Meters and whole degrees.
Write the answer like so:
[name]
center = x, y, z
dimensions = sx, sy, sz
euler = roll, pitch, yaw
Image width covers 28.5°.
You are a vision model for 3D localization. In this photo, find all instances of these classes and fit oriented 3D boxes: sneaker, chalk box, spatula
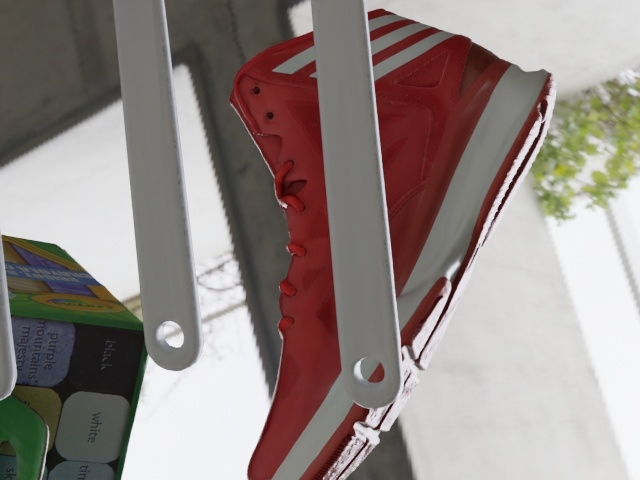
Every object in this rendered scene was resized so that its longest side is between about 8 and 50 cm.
[sneaker]
center = 0.000, 0.000, 0.555
dimensions = 0.128, 0.087, 0.221
euler = 29, -100, 14
[chalk box]
center = -0.221, 0.102, 0.754
dimensions = 0.289, 0.179, 0.180
euler = 26, -76, 63
[spatula]
center = -0.053, -0.072, 0.353
dimensions = 0.168, 0.019, 0.242
euler = -3, -83, 17
